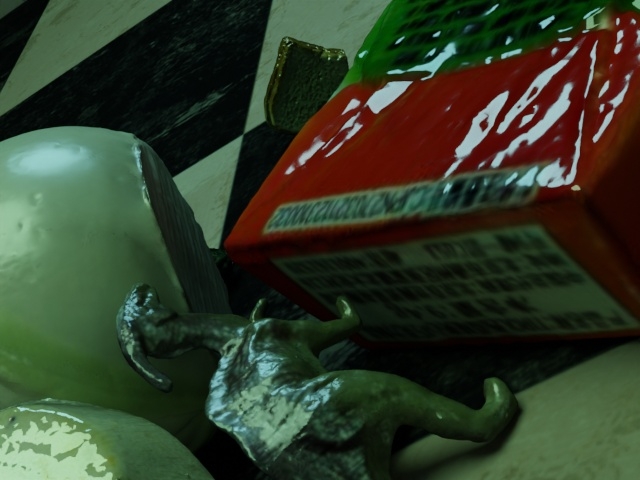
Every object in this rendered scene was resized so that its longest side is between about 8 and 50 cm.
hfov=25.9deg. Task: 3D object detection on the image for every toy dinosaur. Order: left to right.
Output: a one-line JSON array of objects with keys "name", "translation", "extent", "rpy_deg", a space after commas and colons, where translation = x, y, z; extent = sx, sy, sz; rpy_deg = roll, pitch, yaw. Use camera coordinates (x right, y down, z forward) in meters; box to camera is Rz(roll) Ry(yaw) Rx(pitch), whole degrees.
[{"name": "toy dinosaur", "translation": [-0.007, 0.106, 0.935], "extent": [0.294, 0.077, 0.162], "rpy_deg": [27, 39, 32]}]

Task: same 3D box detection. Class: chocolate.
[{"name": "chocolate", "translation": [0.153, -0.083, 1.022], "extent": [0.360, 0.161, 0.341], "rpy_deg": [-9, 40, 49]}]

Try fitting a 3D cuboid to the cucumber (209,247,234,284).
[{"name": "cucumber", "translation": [-0.183, 0.083, 1.325], "extent": [0.245, 0.067, 0.067], "rpy_deg": [-42, 25, 1]}]

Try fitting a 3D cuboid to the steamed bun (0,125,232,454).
[{"name": "steamed bun", "translation": [-0.229, 0.069, 1.120], "extent": [0.309, 0.309, 0.309], "rpy_deg": [-32, 27, 18]}]

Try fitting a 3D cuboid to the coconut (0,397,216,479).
[{"name": "coconut", "translation": [-0.148, 0.235, 0.850], "extent": [0.245, 0.247, 0.245], "rpy_deg": [-8, 51, 10]}]

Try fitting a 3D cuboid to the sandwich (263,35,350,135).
[{"name": "sandwich", "translation": [-0.012, -0.159, 1.482], "extent": [0.036, 0.093, 0.105], "rpy_deg": [-124, 52, -64]}]
